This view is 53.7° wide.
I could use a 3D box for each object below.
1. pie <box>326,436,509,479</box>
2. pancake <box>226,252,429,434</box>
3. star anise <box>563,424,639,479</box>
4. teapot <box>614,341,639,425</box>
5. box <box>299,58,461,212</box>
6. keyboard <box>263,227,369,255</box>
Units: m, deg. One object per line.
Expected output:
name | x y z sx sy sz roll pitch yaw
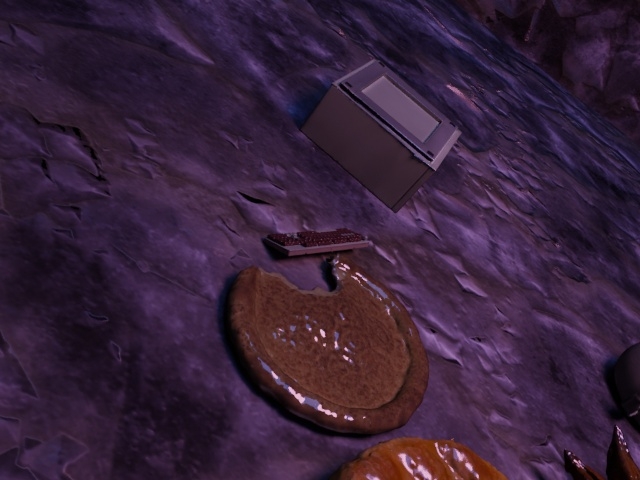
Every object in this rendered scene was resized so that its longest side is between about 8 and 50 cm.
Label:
pie | 0.122 0.337 0.586 0.339 0.083 0.339 25 40 -23
pancake | 0.018 0.109 0.780 0.288 0.033 0.286 28 37 -18
star anise | 0.382 0.373 0.785 0.272 0.102 0.272 5 52 -7
teapot | 0.614 0.259 1.100 0.294 0.129 0.193 4 47 -43
box | 0.118 -0.202 1.149 0.225 0.117 0.225 41 34 0
keyboard | 0.000 0.000 0.879 0.055 0.017 0.166 30 23 37
